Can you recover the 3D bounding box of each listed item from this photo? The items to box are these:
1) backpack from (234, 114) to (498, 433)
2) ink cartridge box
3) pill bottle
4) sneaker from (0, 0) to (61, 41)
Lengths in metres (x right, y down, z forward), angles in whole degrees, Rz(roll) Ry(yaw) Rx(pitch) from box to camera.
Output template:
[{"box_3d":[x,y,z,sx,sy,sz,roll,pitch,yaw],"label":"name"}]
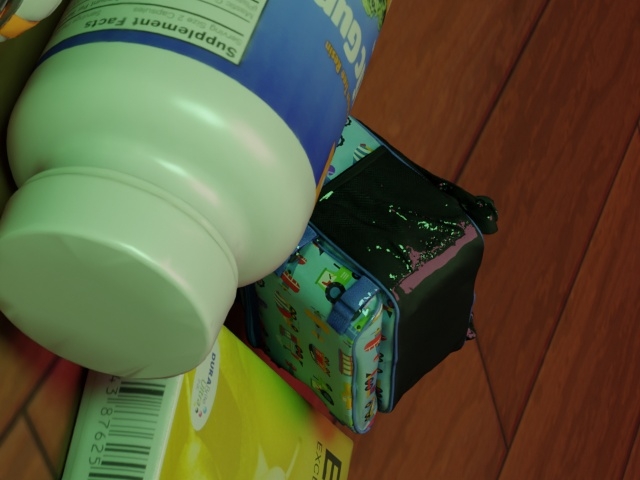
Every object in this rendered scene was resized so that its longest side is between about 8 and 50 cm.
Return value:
[{"box_3d":[0.000,0.000,1.014,0.117,0.173,0.158,-39,158,-22],"label":"backpack"},{"box_3d":[-0.056,0.229,0.999,0.307,0.072,0.304,44,50,-53],"label":"ink cartridge box"},{"box_3d":[-0.062,-0.071,0.888,0.152,0.152,0.272,62,37,-44],"label":"pill bottle"},{"box_3d":[-0.168,-0.237,0.703,0.180,0.124,0.321,-7,96,-65],"label":"sneaker"}]
